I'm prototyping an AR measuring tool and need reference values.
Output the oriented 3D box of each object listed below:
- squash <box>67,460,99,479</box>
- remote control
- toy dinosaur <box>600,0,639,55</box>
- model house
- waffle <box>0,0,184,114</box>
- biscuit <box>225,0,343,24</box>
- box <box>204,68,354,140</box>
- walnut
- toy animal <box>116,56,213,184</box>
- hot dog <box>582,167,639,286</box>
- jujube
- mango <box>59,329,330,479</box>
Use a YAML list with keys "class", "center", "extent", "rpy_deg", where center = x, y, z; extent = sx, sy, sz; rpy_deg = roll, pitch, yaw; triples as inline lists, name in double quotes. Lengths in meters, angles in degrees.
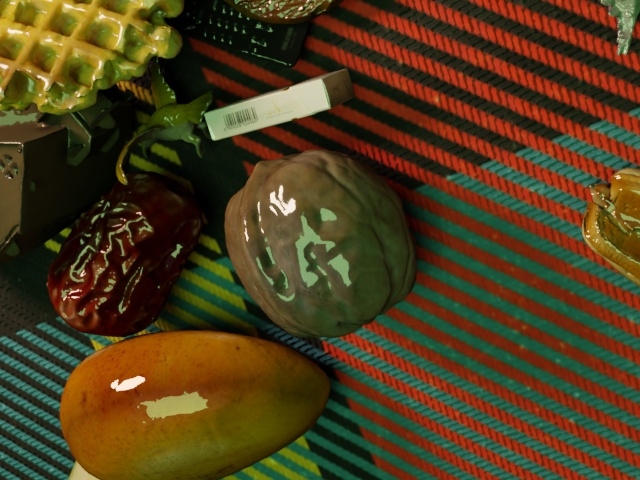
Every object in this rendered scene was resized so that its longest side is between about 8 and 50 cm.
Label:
- class: "squash"
  center: [-0.292, 0.359, 1.194]
  extent: [0.189, 0.260, 0.189]
  rpy_deg: [8, 112, 21]
- class: "remote control"
  center: [-0.130, -0.260, 1.044]
  extent: [0.245, 0.025, 0.063]
  rpy_deg: [20, 84, 15]
- class: "toy dinosaur"
  center: [0.305, -0.285, 0.862]
  extent: [0.082, 0.039, 0.209]
  rpy_deg: [14, 111, 19]
- class: "model house"
  center: [-0.329, -0.134, 1.069]
  extent: [0.243, 0.211, 0.204]
  rpy_deg: [-37, 93, 32]
- class: "waffle"
  center: [-0.288, -0.282, 1.002]
  extent: [0.307, 0.060, 0.312]
  rpy_deg: [-12, 64, 8]
- class: "biscuit"
  center: [-0.038, -0.341, 0.977]
  extent: [0.212, 0.036, 0.212]
  rpy_deg: [5, 104, 20]
- class: "box"
  center: [-0.046, -0.155, 1.022]
  extent: [0.154, 0.084, 0.040]
  rpy_deg: [-13, 100, 25]
- class: "walnut"
  center: [0.000, 0.000, 0.996]
  extent: [0.224, 0.224, 0.224]
  rpy_deg: [7, 110, 20]
- class: "toy animal"
  center: [-0.182, -0.130, 1.086]
  extent: [0.095, 0.219, 0.155]
  rpy_deg: [15, 151, -1]
- class: "hot dog"
  center: [0.387, 0.023, 0.914]
  extent: [0.269, 0.072, 0.109]
  rpy_deg: [37, 119, 9]
- class: "jujube"
  center: [-0.243, 0.018, 1.126]
  extent: [0.155, 0.155, 0.230]
  rpy_deg: [39, 108, 6]
- class: "mango"
  center: [-0.158, 0.210, 1.124]
  extent: [0.350, 0.199, 0.201]
  rpy_deg: [-10, 86, 16]
